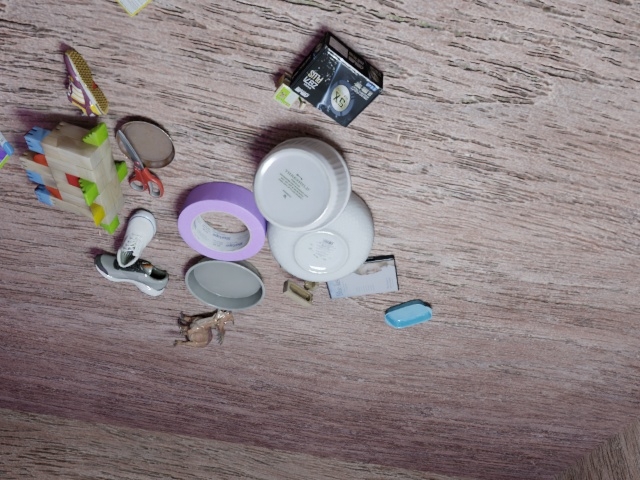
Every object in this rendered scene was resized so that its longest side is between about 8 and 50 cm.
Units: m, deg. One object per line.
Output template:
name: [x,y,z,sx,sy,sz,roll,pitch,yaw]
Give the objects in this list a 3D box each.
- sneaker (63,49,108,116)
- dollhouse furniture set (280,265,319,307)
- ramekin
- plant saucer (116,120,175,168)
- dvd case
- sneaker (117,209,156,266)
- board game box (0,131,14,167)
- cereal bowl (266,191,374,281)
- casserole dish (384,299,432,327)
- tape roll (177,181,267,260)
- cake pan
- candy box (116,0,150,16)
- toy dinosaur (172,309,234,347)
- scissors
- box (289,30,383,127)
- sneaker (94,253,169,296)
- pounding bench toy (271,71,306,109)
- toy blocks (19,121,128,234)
sneaker: [-0.630,-0.399,1.386,0.084,0.069,0.185,-8,135,8]
dollhouse furniture set: [-0.048,0.115,1.806,0.144,0.151,0.123,35,130,-29]
ramekin: [-0.060,-0.144,1.450,0.273,0.127,0.272,3,102,13]
plant saucer: [-0.495,-0.278,1.529,0.169,0.029,0.168,4,138,4]
dvd case: [0.142,0.131,1.876,0.253,0.022,0.180,-8,136,8]
sneaker: [-0.620,0.004,1.801,0.094,0.091,0.258,21,135,-15]
board game box: [-1.001,-0.301,1.419,0.078,0.233,0.347,-3,137,11]
cereal bowl: [0.000,0.000,1.632,0.340,0.141,0.338,0,125,0]
casserole dish: [0.330,0.274,2.012,0.189,0.036,0.114,-23,130,29]
tape roll: [-0.306,-0.056,1.701,0.275,0.090,0.274,3,138,3]
cake pan: [-0.344,0.152,1.954,0.294,0.054,0.293,3,137,3]
candy box: [-0.456,-0.606,1.171,0.105,0.027,0.206,-22,130,29]
toy dinosaur: [-0.480,0.380,2.174,0.201,0.127,0.295,15,143,-19]
scissors: [-0.519,-0.216,1.562,0.109,0.021,0.297,17,149,-2]
box: [0.040,-0.389,1.306,0.180,0.077,0.147,31,133,-24]
sneaker: [-0.675,0.105,1.926,0.272,0.100,0.108,26,125,-28]
pounding bench toy: [-0.071,-0.372,1.347,0.083,0.065,0.052,29,132,-23]
toy blocks: [-0.733,-0.206,1.552,0.261,0.190,0.381,19,143,5]
